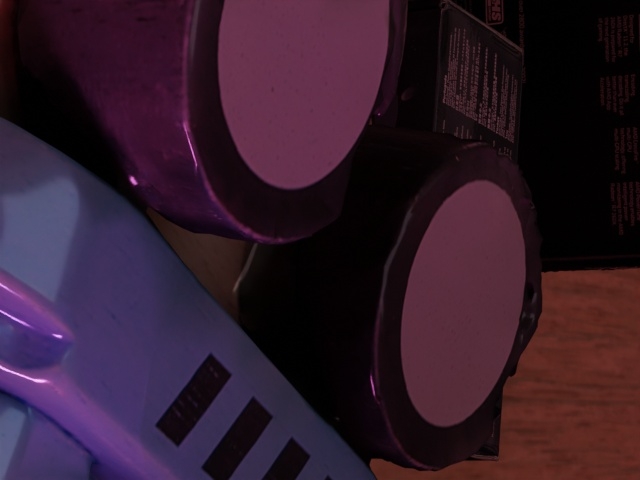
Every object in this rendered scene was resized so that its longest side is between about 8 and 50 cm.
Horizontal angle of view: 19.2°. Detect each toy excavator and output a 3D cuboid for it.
[{"bbox_3d":[-0.109,0.148,0.587,0.445,0.222,0.433,-64,147,-21],"label":"toy excavator"}]

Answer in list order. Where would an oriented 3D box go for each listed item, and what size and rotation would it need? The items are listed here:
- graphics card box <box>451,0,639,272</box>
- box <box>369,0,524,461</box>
[{"bbox_3d":[0.215,-0.103,0.937,0.094,0.371,0.232,2,85,-58],"label":"graphics card box"},{"bbox_3d":[0.000,0.000,0.795,0.077,0.147,0.180,22,70,-56],"label":"box"}]
